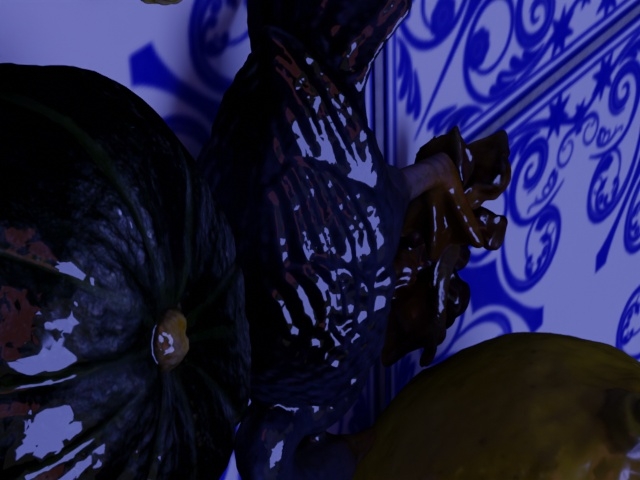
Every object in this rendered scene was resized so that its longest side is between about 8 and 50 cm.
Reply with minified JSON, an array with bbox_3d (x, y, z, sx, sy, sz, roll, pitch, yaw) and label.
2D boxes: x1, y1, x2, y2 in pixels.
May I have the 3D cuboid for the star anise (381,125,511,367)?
[{"bbox_3d":[0.069,-0.004,1.191,0.168,0.057,0.168,-37,136,-48],"label":"star anise"}]

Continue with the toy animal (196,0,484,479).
[{"bbox_3d":[0.000,0.000,1.013,0.185,0.122,0.298,-40,138,-40],"label":"toy animal"}]

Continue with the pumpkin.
[{"bbox_3d":[-0.121,0.037,0.777,0.220,0.162,0.220,-1,91,-58],"label":"pumpkin"}]

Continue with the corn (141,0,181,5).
[{"bbox_3d":[-0.045,-0.187,0.880,0.165,0.063,0.085,-57,139,-22],"label":"corn"}]

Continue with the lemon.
[{"bbox_3d":[0.135,0.183,1.203,0.253,0.253,0.310,-34,163,-45],"label":"lemon"}]
